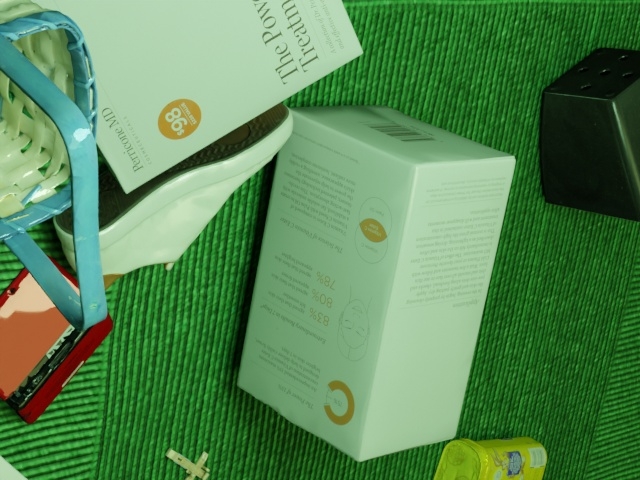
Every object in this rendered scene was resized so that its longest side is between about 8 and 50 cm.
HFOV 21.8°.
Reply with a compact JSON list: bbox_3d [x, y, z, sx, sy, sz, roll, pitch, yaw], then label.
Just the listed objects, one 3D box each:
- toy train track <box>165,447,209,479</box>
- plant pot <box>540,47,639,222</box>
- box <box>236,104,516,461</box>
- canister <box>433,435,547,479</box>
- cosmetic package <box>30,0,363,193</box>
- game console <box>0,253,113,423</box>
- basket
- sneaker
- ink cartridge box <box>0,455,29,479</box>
[{"bbox_3d":[-0.155,0.269,1.980,0.048,0.014,0.083,-56,138,-9],"label":"toy train track"},{"bbox_3d":[0.402,-0.154,2.227,0.187,0.188,0.167,-36,119,-27],"label":"plant pot"},{"bbox_3d":[0.058,0.041,1.884,0.168,0.215,0.345,-6,114,-43],"label":"box"},{"bbox_3d":[0.242,0.344,2.385,0.170,0.073,0.126,3,107,-48],"label":"canister"},{"bbox_3d":[-0.154,-0.267,1.577,0.284,0.097,0.377,-30,129,-5],"label":"cosmetic package"},{"bbox_3d":[-0.299,0.105,1.750,0.144,0.085,0.124,-51,168,-14],"label":"game console"},{"bbox_3d":[-0.276,-0.087,1.440,0.201,0.289,0.254,-24,145,-26],"label":"basket"},{"bbox_3d":[-0.150,-0.050,1.771,0.290,0.106,0.123,-32,140,-21],"label":"sneaker"},{"bbox_3d":[-0.387,0.199,1.604,0.086,0.148,0.203,-52,139,-16],"label":"ink cartridge box"}]
